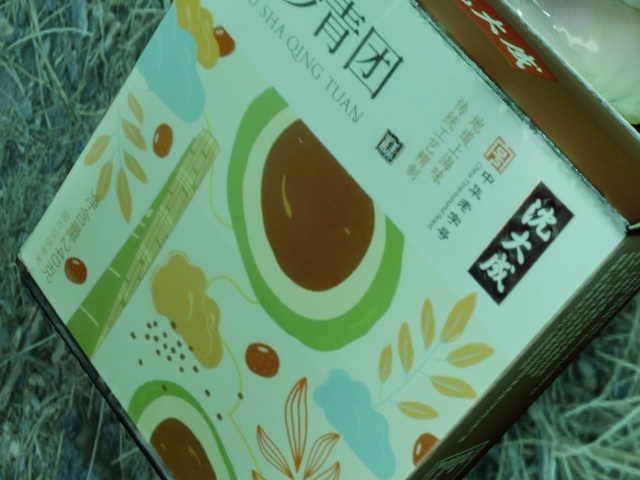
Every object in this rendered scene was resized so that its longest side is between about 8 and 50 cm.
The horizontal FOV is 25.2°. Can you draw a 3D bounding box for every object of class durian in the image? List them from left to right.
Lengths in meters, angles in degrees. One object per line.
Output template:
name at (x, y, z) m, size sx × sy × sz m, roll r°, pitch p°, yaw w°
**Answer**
durian at (0.209, -0.176, 0.893) m, size 0.249 × 0.138 × 0.183 m, roll -3°, pitch 122°, yaw 54°

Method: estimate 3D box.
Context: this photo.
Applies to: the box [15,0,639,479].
box at (0.000, 0.000, 0.966) m, size 0.344 × 0.122 × 0.385 m, roll 50°, pitch 121°, yaw 22°
